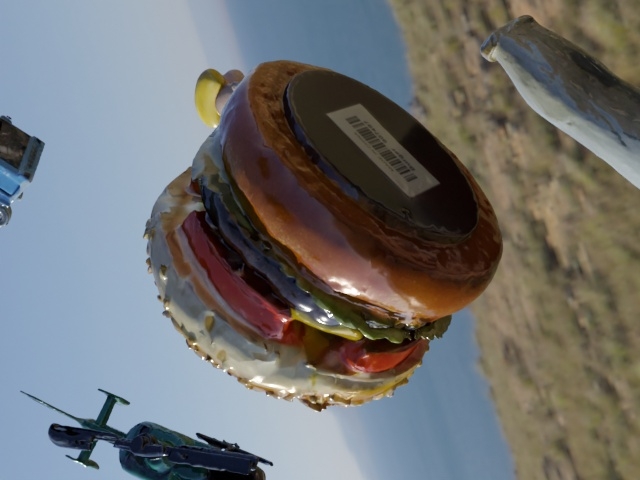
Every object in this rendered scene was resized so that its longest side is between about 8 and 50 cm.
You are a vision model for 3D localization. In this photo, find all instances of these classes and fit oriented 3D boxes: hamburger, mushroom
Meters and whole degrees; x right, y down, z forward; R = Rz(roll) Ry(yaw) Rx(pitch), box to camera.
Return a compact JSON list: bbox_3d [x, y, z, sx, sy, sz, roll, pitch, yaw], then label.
[{"bbox_3d":[0.000,0.000,1.266,0.330,0.250,0.330,30,-150,-20],"label":"hamburger"},{"bbox_3d":[0.332,-0.132,1.370,0.351,0.109,0.097,32,150,3],"label":"mushroom"}]

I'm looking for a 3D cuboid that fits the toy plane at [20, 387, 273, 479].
[{"bbox_3d":[-0.191,0.249,1.471,0.382,0.106,0.155,15,163,40],"label":"toy plane"}]

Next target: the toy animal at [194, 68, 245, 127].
[{"bbox_3d":[-0.135,-0.225,1.891,0.082,0.114,0.091,-42,-61,-45],"label":"toy animal"}]

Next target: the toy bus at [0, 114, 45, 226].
[{"bbox_3d":[-0.476,-0.036,1.561,0.131,0.297,0.106,36,-151,-23],"label":"toy bus"}]
